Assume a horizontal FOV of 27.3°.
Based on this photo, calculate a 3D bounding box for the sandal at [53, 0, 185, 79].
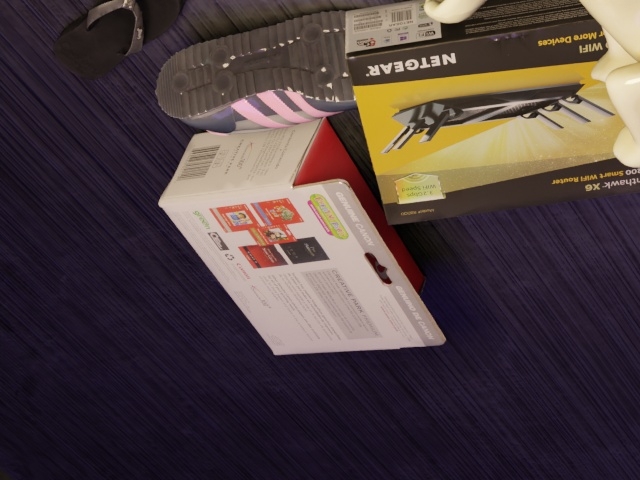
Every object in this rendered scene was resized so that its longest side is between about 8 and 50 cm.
[{"bbox_3d":[-0.237,-0.251,1.543,0.097,0.054,0.254,35,143,-15],"label":"sandal"}]

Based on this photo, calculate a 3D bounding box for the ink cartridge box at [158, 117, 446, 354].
[{"bbox_3d":[0.000,0.000,1.665,0.272,0.130,0.309,-5,136,32],"label":"ink cartridge box"}]

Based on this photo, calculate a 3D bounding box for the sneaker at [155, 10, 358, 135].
[{"bbox_3d":[-0.019,-0.183,1.495,0.319,0.112,0.131,-3,167,23],"label":"sneaker"}]

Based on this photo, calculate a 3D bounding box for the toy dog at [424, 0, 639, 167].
[{"bbox_3d":[0.332,-0.250,1.069,0.408,0.284,0.395,29,112,-17],"label":"toy dog"}]

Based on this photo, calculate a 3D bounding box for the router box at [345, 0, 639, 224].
[{"bbox_3d":[0.197,-0.142,1.344,0.309,0.081,0.243,-8,137,10],"label":"router box"}]
